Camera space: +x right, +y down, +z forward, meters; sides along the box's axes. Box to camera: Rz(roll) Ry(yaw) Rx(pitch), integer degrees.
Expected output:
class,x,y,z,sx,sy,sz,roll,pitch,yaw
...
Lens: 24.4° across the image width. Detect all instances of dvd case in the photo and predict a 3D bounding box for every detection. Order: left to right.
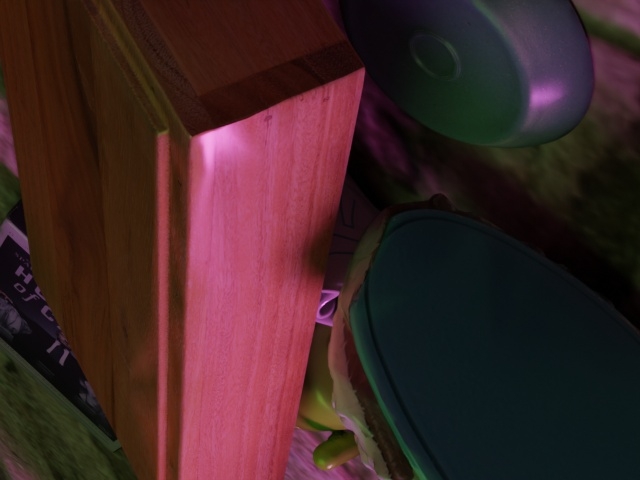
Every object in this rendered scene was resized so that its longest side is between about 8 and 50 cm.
class,x,y,z,sx,sy,sz,roll,pitch,yaw
dvd case,-0.181,0.071,1.092,0.179,0.029,0.238,44,154,-4

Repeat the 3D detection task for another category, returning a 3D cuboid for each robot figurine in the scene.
class,x,y,z,sx,sy,sz,roll,pitch,yaw
robot figurine,0.007,0.068,0.794,0.115,0.067,0.101,-17,90,61

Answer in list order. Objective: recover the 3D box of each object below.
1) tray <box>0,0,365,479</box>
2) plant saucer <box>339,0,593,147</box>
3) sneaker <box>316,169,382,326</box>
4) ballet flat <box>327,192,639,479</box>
class,x,y,z,sx,sy,sz,roll,pitch,yaw
tray,-0.082,-0.020,0.698,0.203,0.076,0.411,58,159,24
plant saucer,0.049,-0.077,0.576,0.119,0.021,0.119,32,151,20
sneaker,0.000,0.000,0.713,0.152,0.061,0.054,37,155,14
ballet flat,0.147,0.157,0.652,0.409,0.147,0.147,43,153,0
